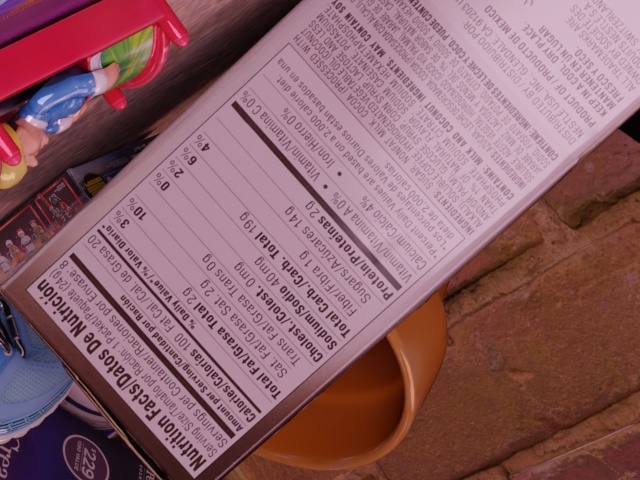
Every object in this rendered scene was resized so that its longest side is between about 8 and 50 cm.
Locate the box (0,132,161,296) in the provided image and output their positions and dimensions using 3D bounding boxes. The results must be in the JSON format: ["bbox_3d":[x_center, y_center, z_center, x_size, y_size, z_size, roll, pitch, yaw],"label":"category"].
[{"bbox_3d":[-0.135,0.004,0.833,0.137,0.027,0.094,-36,178,26],"label":"box"}]

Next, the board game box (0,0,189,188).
[{"bbox_3d":[-0.082,-0.035,0.499,0.169,0.033,0.133,-35,179,3],"label":"board game box"}]

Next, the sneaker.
[{"bbox_3d":[-0.152,0.047,0.733,0.162,0.063,0.073,-13,151,-51],"label":"sneaker"}]

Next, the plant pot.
[{"bbox_3d":[0.000,0.000,1.063,0.205,0.205,0.188,-37,-165,49],"label":"plant pot"}]

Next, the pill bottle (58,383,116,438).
[{"bbox_3d":[-0.150,0.072,1.199,0.112,0.112,0.187,-35,179,-36],"label":"pill bottle"}]

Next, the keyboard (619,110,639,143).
[{"bbox_3d":[0.166,-0.117,1.038,0.033,0.201,0.317,-54,175,-2],"label":"keyboard"}]

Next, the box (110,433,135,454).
[{"bbox_3d":[-0.254,0.248,1.614,0.142,0.163,0.247,-37,146,-44],"label":"box"}]

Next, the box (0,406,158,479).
[{"bbox_3d":[-0.201,0.218,1.078,0.103,0.184,0.261,-35,-147,27],"label":"box"}]

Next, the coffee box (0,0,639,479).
[{"bbox_3d":[0.030,-0.042,0.734,0.297,0.119,0.168,-42,178,11],"label":"coffee box"}]
